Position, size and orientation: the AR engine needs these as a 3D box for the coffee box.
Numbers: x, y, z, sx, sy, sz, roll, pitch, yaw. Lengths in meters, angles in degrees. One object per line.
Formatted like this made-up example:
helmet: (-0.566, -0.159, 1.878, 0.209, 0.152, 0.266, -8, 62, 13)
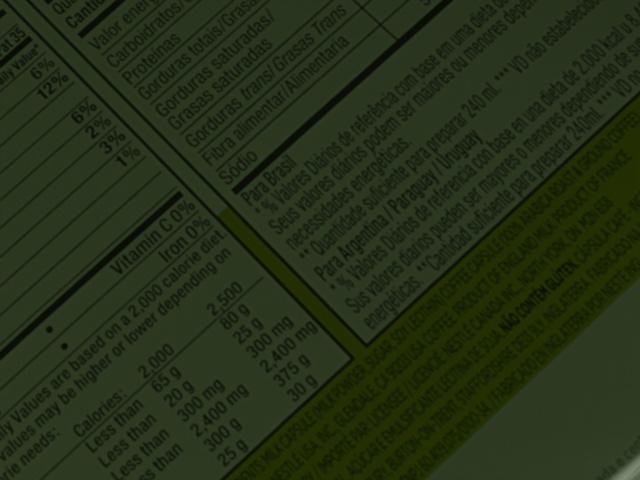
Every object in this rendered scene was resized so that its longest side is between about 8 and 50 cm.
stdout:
coffee box: (0.000, 0.027, 0.699, 0.334, 0.338, 0.337, 45, 173, 19)
